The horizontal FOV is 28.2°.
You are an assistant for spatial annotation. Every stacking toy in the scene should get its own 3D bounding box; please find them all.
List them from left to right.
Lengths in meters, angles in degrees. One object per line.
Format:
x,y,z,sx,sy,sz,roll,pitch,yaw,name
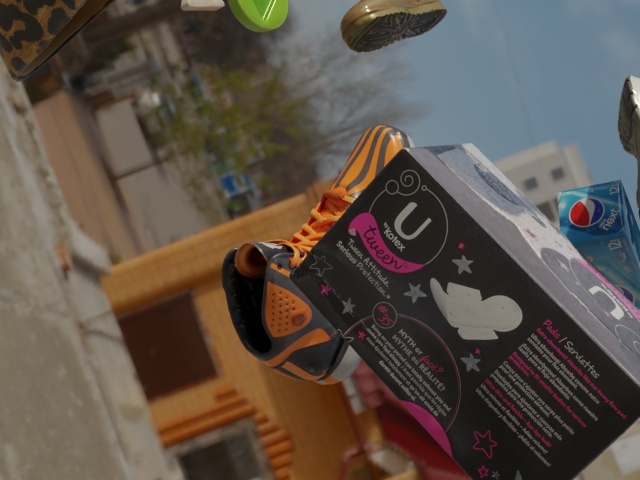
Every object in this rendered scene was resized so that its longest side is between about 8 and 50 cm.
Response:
-0.200,-0.507,2.322,0.309,0.130,0.280,4,75,-44,stacking toy

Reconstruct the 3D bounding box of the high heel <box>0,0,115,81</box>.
-0.105,-0.153,0.811,0.261,0.093,0.186,28,-63,24,high heel

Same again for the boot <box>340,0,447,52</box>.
0.041,-0.413,1.909,0.269,0.089,0.236,54,35,12,boot

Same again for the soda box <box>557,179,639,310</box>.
0.304,0.030,1.322,0.210,0.067,0.071,54,31,-47,soda box

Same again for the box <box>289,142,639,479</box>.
0.131,0.058,0.956,0.247,0.142,0.163,48,22,13,box

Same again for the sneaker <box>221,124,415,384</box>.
0.000,0.000,1.472,0.180,0.321,0.124,22,-9,-38,sneaker

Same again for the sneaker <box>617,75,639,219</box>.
0.465,-0.103,1.635,0.111,0.129,0.297,88,2,-52,sneaker
